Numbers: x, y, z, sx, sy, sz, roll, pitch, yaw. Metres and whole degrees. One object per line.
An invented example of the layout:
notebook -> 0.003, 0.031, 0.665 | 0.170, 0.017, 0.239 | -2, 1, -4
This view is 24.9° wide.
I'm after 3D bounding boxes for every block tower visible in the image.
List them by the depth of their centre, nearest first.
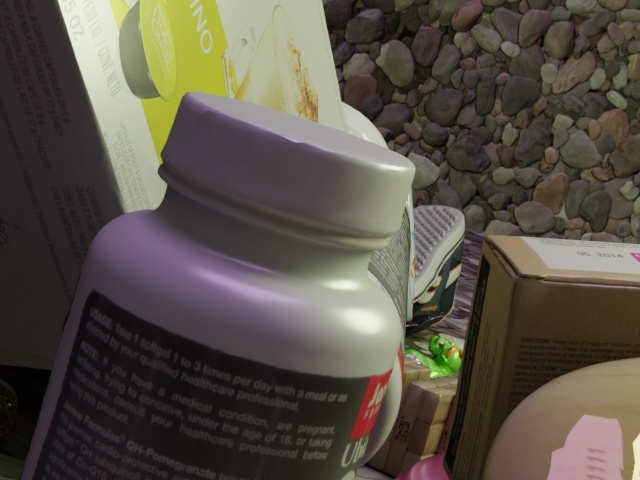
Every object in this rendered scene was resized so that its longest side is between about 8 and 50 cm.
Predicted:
block tower -> -0.007, 0.127, 1.392 | 0.335, 0.097, 0.091 | 21, 9, 28

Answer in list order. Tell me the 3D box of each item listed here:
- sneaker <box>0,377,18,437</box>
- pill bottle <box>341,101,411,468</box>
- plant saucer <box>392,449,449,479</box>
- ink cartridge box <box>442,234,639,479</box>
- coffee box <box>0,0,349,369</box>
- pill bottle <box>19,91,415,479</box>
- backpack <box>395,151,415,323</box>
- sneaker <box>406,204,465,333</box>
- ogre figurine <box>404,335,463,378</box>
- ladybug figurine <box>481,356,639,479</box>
sneaker -> -0.311, 0.104, 1.038 | 0.188, 0.066, 0.071 | 11, 10, -36
pill bottle -> -0.028, 0.027, 1.241 | 0.210, 0.210, 0.363 | 17, 31, -4
plant saucer -> 0.214, 0.239, 1.159 | 0.332, 0.084, 0.332 | 17, 9, -3
ink cartridge box -> 0.221, 0.102, 1.048 | 0.234, 0.193, 0.088 | 4, 20, -12
coffee box -> -0.212, -0.142, 1.038 | 0.338, 0.338, 0.334 | 4, 35, 24
pill bottle -> -0.059, 0.089, 0.789 | 0.176, 0.319, 0.176 | 17, 10, -3
backpack -> 0.000, 0.000, 1.653 | 0.213, 0.277, 0.263 | 3, 0, -12
sneaker -> 0.099, 0.071, 1.903 | 0.126, 0.127, 0.321 | 16, 32, 30
ogre figurine -> 0.090, 0.139, 1.506 | 0.118, 0.097, 0.197 | 25, -28, 43
ladybug figurine -> 0.302, 0.234, 0.922 | 0.449, 0.162, 0.305 | 18, 43, -4
